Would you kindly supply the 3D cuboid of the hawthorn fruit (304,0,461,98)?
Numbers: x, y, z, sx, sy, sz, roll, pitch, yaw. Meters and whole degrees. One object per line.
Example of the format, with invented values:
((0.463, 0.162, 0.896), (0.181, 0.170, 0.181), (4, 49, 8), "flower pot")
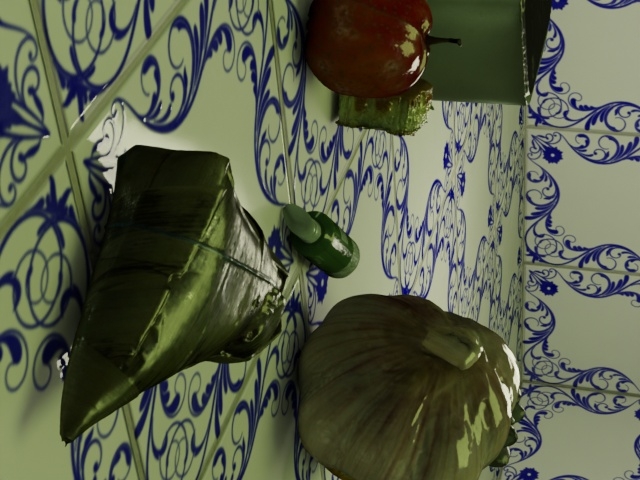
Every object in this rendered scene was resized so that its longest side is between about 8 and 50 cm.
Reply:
((0.079, -0.252, 1.647), (0.157, 0.194, 0.157), (6, 90, -86), "hawthorn fruit")

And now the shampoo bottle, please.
((0.000, 0.000, 1.707), (0.204, 0.065, 0.065), (40, 57, -71), "shampoo bottle")

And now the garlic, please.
((0.112, 0.201, 1.756), (0.322, 0.322, 0.241), (-52, 147, -63), "garlic")

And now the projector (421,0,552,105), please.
((0.199, -0.352, 1.931), (0.248, 0.249, 0.248), (77, 24, -48), "projector")

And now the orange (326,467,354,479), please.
((0.052, 0.280, 1.896), (0.170, 0.112, 0.160), (28, 54, -27), "orange")

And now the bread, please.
((0.092, -0.191, 1.831), (0.140, 0.128, 0.069), (-43, 141, -67), "bread")

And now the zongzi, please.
((-0.127, 0.089, 1.159), (0.251, 0.125, 0.274), (57, 43, -56), "zongzi")

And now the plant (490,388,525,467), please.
((0.175, 0.258, 2.038), (0.149, 0.275, 0.146), (-64, 160, -50), "plant")
